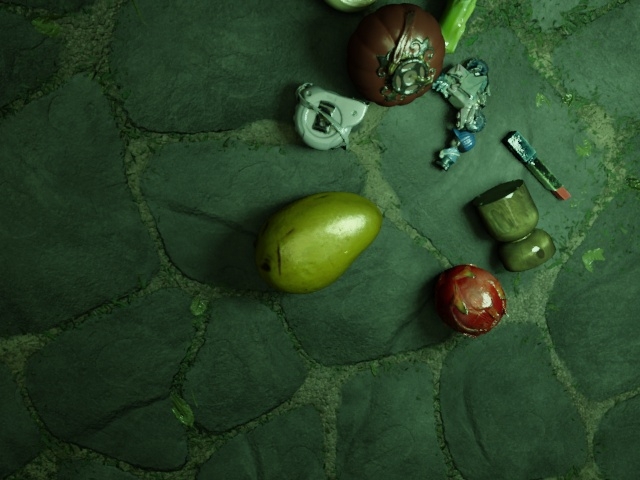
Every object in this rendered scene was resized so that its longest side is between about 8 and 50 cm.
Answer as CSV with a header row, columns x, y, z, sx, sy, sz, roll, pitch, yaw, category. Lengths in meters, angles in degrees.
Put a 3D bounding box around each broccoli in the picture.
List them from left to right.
x,y,z,sx,sy,sz,roll,pitch,yaw,category
0.449,-0.805,1.460,0.353,0.397,0.274,-43,63,-16,broccoli

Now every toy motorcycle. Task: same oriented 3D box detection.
x,y,z,sx,sy,sz,roll,pitch,yaw,category
0.446,-0.478,1.574,0.203,0.108,0.239,4,71,-8,toy motorcycle

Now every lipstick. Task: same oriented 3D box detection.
x,y,z,sx,sy,sz,roll,pitch,yaw,category
0.748,-0.249,1.663,0.312,0.051,0.051,44,92,-12,lipstick

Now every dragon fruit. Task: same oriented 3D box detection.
x,y,z,sx,sy,sz,roll,pitch,yaw,category
0.499,0.199,1.630,0.240,0.252,0.241,-8,138,-7,dragon fruit

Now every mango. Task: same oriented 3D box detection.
x,y,z,sx,sy,sz,roll,pitch,yaw,category
0.000,0.000,1.566,0.444,0.220,0.302,-22,98,-4,mango

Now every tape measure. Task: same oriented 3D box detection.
x,y,z,sx,sy,sz,roll,pitch,yaw,category
0.015,-0.387,1.551,0.236,0.120,0.197,18,100,-3,tape measure

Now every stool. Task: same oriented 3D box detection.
x,y,z,sx,sy,sz,roll,pitch,yaw,category
0.651,-0.051,1.624,0.179,0.179,0.264,-30,101,1,stool

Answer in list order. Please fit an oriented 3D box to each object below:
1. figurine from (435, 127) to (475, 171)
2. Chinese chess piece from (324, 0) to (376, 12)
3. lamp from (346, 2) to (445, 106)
x,y,z,sx,sy,sz,roll,pitch,yaw,category
0.451,-0.306,1.619,0.086,0.087,0.149,28,99,-46,figurine
0.096,-0.819,1.444,0.250,0.097,0.251,-12,120,-22,Chinese chess piece
0.228,-0.554,1.459,0.302,0.257,0.303,-9,139,-8,lamp
